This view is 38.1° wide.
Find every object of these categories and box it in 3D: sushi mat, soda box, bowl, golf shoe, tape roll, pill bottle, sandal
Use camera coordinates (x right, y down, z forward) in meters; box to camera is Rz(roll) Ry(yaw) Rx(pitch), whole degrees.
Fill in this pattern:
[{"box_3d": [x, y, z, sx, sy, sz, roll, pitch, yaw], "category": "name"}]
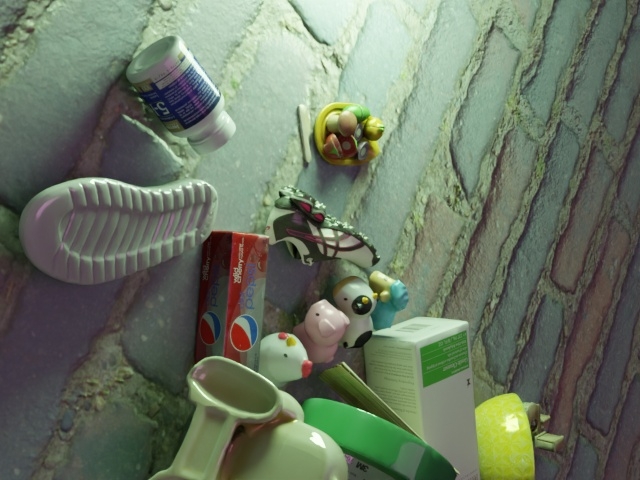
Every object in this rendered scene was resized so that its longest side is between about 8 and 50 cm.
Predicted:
[{"box_3d": [0.129, 0.355, 1.812, 0.316, 0.151, 0.019, 44, 69, -3], "category": "sushi mat"}, {"box_3d": [-0.160, 0.116, 1.654, 0.092, 0.083, 0.263, 7, 86, -45], "category": "soda box"}, {"box_3d": [0.380, 0.500, 2.134, 0.156, 0.289, 0.290, -2, 94, -1], "category": "bowl"}, {"box_3d": [0.000, 0.000, 1.814, 0.273, 0.105, 0.120, 33, 85, -34], "category": "golf shoe"}, {"box_3d": [0.094, 0.409, 1.751, 0.321, 0.321, 0.077, 46, 62, -36], "category": "tape roll"}, {"box_3d": [-0.227, -0.238, 1.552, 0.187, 0.112, 0.112, 53, 57, -32], "category": "pill bottle"}, {"box_3d": [-0.326, -0.026, 1.482, 0.416, 0.102, 0.169, -5, 111, -57], "category": "sandal"}]

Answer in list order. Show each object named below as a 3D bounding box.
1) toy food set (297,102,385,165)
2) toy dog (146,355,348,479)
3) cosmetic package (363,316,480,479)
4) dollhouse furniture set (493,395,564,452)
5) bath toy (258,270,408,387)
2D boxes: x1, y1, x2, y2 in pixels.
[{"box_3d": [0.059, -0.214, 1.864, 0.217, 0.071, 0.128, -7, 97, -44], "category": "toy food set"}, {"box_3d": [-0.074, 0.413, 1.573, 0.408, 0.395, 0.285, 79, 20, -61], "category": "toy dog"}, {"box_3d": [0.218, 0.365, 1.992, 0.197, 0.155, 0.366, -15, 101, -44], "category": "cosmetic package"}, {"box_3d": [0.540, 0.431, 2.291, 0.161, 0.181, 0.101, -15, 102, -43], "category": "dollhouse furniture set"}, {"box_3d": [0.021, 0.173, 1.806, 0.348, 0.129, 0.152, -27, 111, -40], "category": "bath toy"}]
